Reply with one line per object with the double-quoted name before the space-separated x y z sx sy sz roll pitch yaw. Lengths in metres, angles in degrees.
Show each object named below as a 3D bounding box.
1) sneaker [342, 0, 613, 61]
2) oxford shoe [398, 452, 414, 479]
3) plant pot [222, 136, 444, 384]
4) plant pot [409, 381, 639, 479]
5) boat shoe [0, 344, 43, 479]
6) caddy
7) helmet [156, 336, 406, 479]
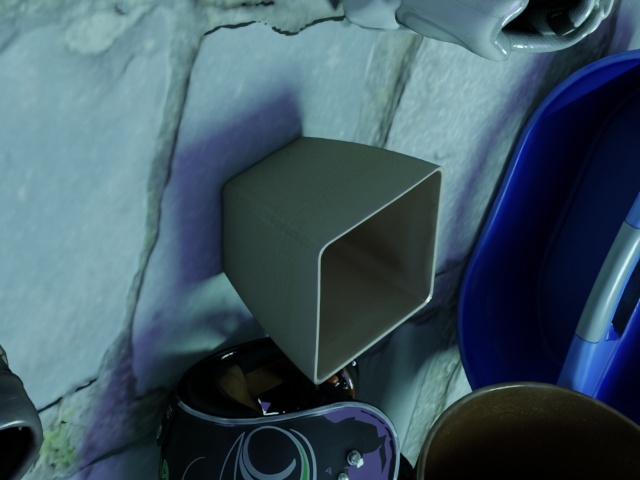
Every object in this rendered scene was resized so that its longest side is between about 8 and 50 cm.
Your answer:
"sneaker" 0.142 -0.168 0.983 0.292 0.118 0.110 -25 135 -45
"oxford shoe" -0.012 0.235 1.182 0.227 0.083 0.096 -40 171 -36
"plant pot" 0.000 0.000 0.946 0.109 0.096 0.109 -34 141 -35
"plant pot" 0.132 0.255 1.147 0.215 0.215 0.230 -30 157 -39
"boat shoe" -0.266 0.155 0.664 0.355 0.130 0.132 -47 148 -19
"caddy" 0.245 0.021 1.187 0.179 0.241 0.341 -13 127 -59
"helmet" -0.016 0.155 0.992 0.169 0.169 0.161 -27 118 -42
